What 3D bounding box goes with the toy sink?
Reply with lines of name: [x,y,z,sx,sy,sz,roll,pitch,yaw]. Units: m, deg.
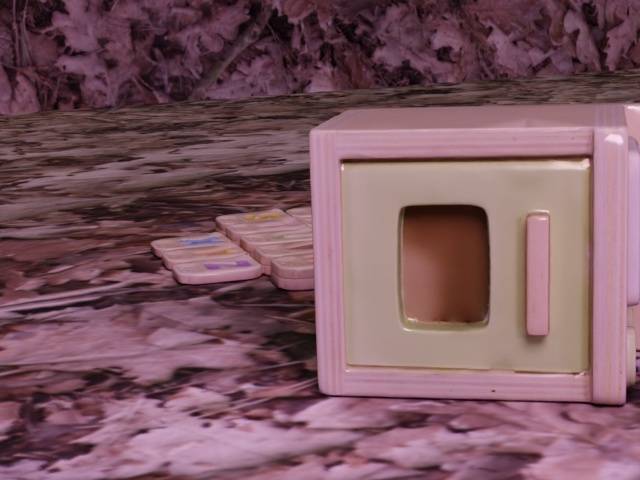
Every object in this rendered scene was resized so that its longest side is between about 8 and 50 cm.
toy sink: [0.120,0.004,0.739,0.234,0.152,0.131,1,11,12]

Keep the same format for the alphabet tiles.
alphabet tiles: [0.000,0.000,1.130,0.278,0.021,0.284,-5,11,-15]
